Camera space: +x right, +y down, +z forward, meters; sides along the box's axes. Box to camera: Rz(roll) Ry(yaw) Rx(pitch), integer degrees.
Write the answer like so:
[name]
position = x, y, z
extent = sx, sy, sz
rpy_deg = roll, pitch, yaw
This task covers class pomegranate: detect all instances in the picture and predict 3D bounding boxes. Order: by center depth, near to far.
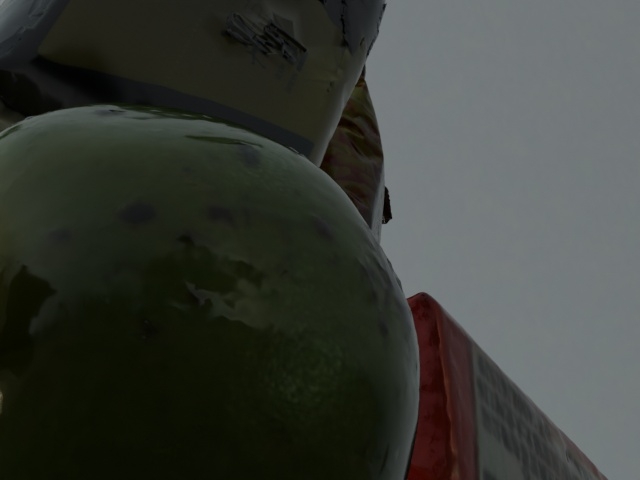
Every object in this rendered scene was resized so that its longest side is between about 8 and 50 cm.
[pomegranate]
position = -0.096, 0.050, 0.773
extent = 0.260, 0.260, 0.340
rpy_deg = -28, -39, 17

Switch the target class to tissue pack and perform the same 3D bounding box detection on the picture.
[tissue pack]
position = -0.139, -0.099, 1.418
extent = 0.264, 0.416, 0.253
rpy_deg = 36, -52, -11

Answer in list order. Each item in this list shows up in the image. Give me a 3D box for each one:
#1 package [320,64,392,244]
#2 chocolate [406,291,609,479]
[package]
position = 0.000, -0.005, 1.659
extent = 0.108, 0.288, 0.223
rpy_deg = 9, -43, 7
[chocolate]
position = 0.018, 0.235, 1.286
extent = 0.341, 0.161, 0.360
rpy_deg = -26, -42, 17
